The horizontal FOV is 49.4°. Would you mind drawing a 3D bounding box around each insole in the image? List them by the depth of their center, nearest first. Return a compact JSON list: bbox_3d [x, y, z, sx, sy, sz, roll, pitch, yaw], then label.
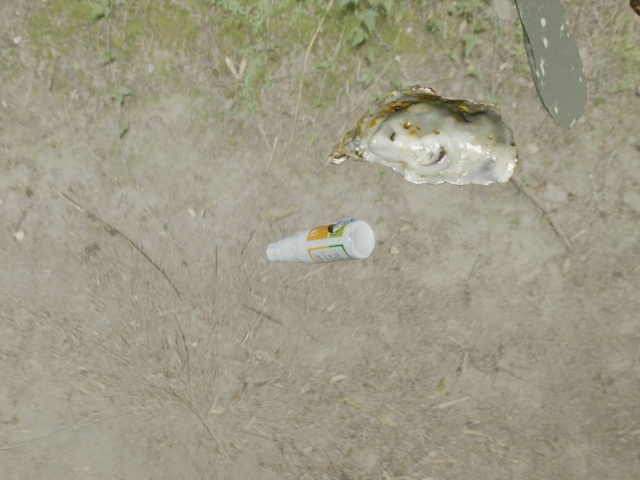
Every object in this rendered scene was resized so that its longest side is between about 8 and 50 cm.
[{"bbox_3d":[0.262,-0.222,0.795,0.081,0.011,0.248,-48,132,-14],"label":"insole"}]

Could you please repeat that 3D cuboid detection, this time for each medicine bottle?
[{"bbox_3d":[0.000,0.000,1.155,0.092,0.221,0.061,-45,114,-37],"label":"medicine bottle"}]

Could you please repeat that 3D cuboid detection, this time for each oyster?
[{"bbox_3d":[0.205,-0.227,1.415,0.397,0.204,0.111,7,31,12],"label":"oyster"}]

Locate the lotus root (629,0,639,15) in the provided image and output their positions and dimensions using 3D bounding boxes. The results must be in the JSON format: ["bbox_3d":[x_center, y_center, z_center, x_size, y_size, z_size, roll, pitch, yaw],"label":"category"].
[{"bbox_3d":[0.514,-0.397,0.876,0.291,0.193,0.193,-43,86,-5],"label":"lotus root"}]
